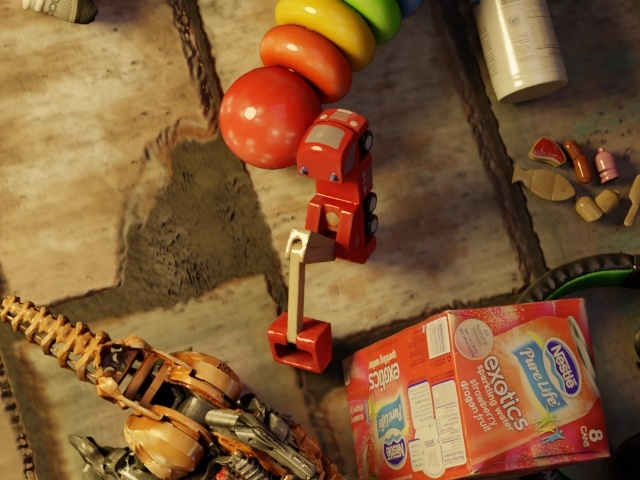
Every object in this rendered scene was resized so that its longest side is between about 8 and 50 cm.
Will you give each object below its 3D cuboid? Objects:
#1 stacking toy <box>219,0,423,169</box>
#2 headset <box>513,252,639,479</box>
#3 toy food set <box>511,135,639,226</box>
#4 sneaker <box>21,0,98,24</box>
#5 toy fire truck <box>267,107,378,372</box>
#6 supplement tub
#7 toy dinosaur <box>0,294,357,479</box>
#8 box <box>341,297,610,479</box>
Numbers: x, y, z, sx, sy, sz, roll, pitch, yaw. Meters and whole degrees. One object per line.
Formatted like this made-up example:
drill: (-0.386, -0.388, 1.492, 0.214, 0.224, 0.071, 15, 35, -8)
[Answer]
stacking toy: (0.018, -0.204, 1.547, 0.141, 0.141, 0.330, 35, 75, -10)
headset: (0.340, 0.158, 1.587, 0.394, 0.185, 0.243, 13, 69, -1)
toy food set: (0.243, -0.060, 1.644, 0.122, 0.019, 0.078, 25, 70, -5)
sneaker: (-0.189, -0.256, 1.507, 0.075, 0.063, 0.170, 30, 74, -11)
toy fire truck: (0.000, 0.000, 1.477, 0.047, 0.192, 0.135, 13, 39, 23)
supplement tub: (0.183, -0.188, 1.623, 0.071, 0.071, 0.107, -11, 82, -22)
toy dinosaur: (-0.097, 0.139, 1.362, 0.164, 0.218, 0.322, -36, 91, -23)
box: (0.119, 0.133, 1.421, 0.123, 0.257, 0.128, -4, 79, -19)
